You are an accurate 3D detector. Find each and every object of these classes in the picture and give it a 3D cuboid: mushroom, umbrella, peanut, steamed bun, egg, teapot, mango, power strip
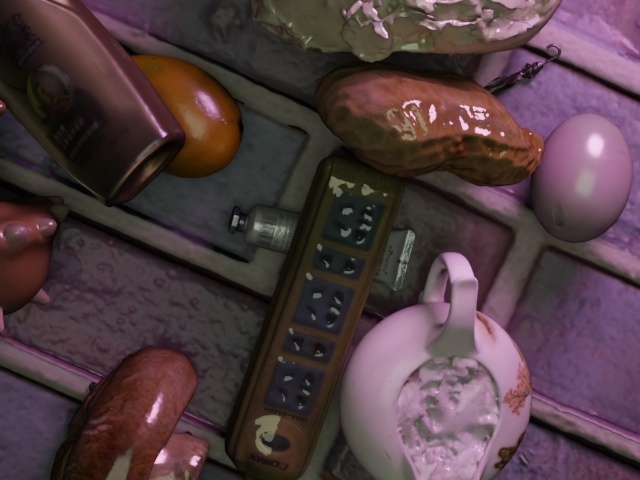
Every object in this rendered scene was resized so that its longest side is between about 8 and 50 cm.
[{"bbox_3d":[-0.205,0.253,1.684,0.156,0.151,0.286,17,96,-3],"label":"mushroom"},{"bbox_3d":[0.201,-0.168,1.717,0.122,0.013,0.022,-32,85,3],"label":"umbrella"},{"bbox_3d":[0.110,-0.113,1.620,0.233,0.197,0.110,5,101,-22],"label":"peanut"},{"bbox_3d":[0.087,-0.326,1.584,0.334,0.233,0.312,-8,98,-3],"label":"steamed bun"},{"bbox_3d":[0.269,-0.064,1.688,0.103,0.103,0.135,13,95,-4],"label":"egg"},{"bbox_3d":[0.121,0.157,1.683,0.204,0.139,0.298,-4,100,-9],"label":"teapot"},{"bbox_3d":[-0.154,-0.133,1.670,0.163,0.089,0.111,43,98,1],"label":"mango"},{"bbox_3d":[-0.015,0.102,1.694,0.092,0.066,0.387,16,105,-11],"label":"power strip"}]

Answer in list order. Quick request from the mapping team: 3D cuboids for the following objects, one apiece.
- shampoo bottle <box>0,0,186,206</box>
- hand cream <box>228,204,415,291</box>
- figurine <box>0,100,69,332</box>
[{"bbox_3d":[-0.282,-0.194,1.622,0.125,0.084,0.350,-44,80,19],"label":"shampoo bottle"},{"bbox_3d":[0.000,0.000,1.720,0.194,0.042,0.067,14,92,-9],"label":"hand cream"},{"bbox_3d":[-0.338,-0.034,1.629,0.173,0.177,0.247,11,89,15],"label":"figurine"}]
